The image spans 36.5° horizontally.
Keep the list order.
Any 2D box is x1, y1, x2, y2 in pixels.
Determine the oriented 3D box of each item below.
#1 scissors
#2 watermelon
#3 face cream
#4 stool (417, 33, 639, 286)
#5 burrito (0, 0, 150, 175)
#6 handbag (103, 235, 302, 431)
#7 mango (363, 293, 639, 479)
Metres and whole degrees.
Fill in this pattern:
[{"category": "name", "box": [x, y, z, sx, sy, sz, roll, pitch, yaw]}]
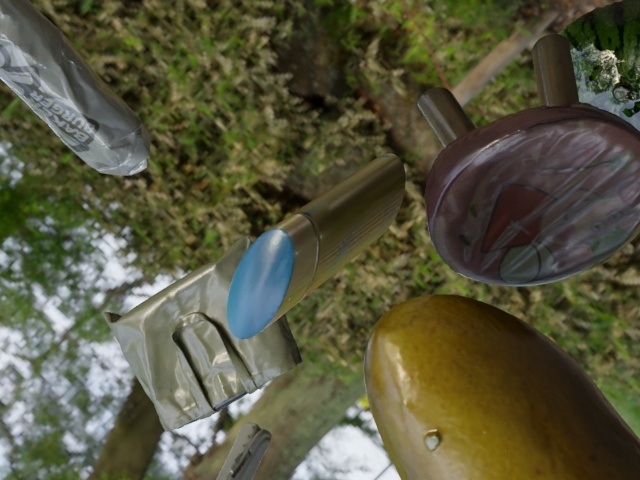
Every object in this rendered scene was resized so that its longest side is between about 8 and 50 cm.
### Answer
[{"category": "scissors", "box": [-0.098, 0.253, 0.769, 0.030, 0.242, 0.118, 8, 142, 27]}, {"category": "watermelon", "box": [0.516, -0.247, 1.640, 0.331, 0.331, 0.189, 46, -135, 10]}, {"category": "face cream", "box": [0.000, 0.000, 1.117, 0.067, 0.139, 0.285, 34, -142, 17]}, {"category": "stool", "box": [0.248, -0.090, 1.160, 0.272, 0.272, 0.178, 43, -153, -39]}, {"category": "burrito", "box": [-0.366, -0.244, 1.167, 0.445, 0.101, 0.139, 49, -178, -40]}, {"category": "handbag", "box": [-0.200, 0.170, 1.710, 0.253, 0.315, 0.109, 63, -168, 3]}, {"category": "mango", "box": [0.202, 0.236, 1.020, 0.445, 0.220, 0.301, 43, -141, -18]}]
